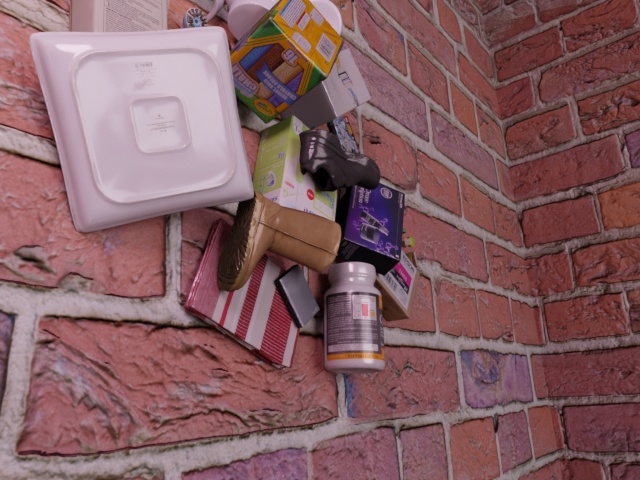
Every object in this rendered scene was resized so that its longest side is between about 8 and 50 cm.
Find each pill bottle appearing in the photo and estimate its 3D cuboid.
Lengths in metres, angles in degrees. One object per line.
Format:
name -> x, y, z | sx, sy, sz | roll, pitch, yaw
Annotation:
pill bottle -> -0.020, -0.564, 1.382 | 0.130, 0.130, 0.245 | 63, 0, -14
pill bottle -> -0.151, -0.689, 1.370 | 0.188, 0.188, 0.334 | 33, 52, -41
pill bottle -> 0.088, 0.208, 1.366 | 0.162, 0.162, 0.278 | 22, 61, -46

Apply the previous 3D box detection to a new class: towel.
towel -> -0.157, 0.131, 1.189 | 0.329, 0.037, 0.237 | 43, 44, -36

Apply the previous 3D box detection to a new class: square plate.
square plate -> -0.304, -0.213, 0.942 | 0.347, 0.049, 0.344 | -15, 104, -27

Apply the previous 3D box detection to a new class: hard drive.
hard drive -> -0.056, 0.139, 1.277 | 0.094, 0.022, 0.135 | -40, 109, -54

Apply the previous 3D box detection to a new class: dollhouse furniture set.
dollhouse furniture set -> 0.282, 0.033, 1.757 | 0.059, 0.076, 0.151 | -3, 77, -39

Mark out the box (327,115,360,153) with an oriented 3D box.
box -> 0.076, -0.332, 1.659 | 0.094, 0.027, 0.137 | -25, 98, -51

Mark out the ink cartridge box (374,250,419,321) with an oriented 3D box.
ink cartridge box -> 0.211, 0.110, 1.620 | 0.234, 0.088, 0.193 | 49, 45, -28

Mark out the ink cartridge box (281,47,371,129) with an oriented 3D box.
ink cartridge box -> 0.002, -0.431, 1.483 | 0.233, 0.171, 0.168 | -42, 111, -51

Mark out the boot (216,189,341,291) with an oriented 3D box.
boot -> -0.081, 0.030, 1.157 | 0.269, 0.089, 0.236 | 23, 83, -42

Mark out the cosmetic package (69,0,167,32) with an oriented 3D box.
cosmetic package -> -0.403, -0.452, 1.024 | 0.160, 0.113, 0.309 | 13, 67, -49

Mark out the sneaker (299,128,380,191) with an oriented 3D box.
sneaker -> 0.045, -0.176, 1.320 | 0.286, 0.109, 0.130 | 21, 71, -39

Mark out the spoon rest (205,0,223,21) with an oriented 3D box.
spoon rest -> -0.328, -0.672, 1.225 | 0.276, 0.084, 0.137 | 50, 43, -30

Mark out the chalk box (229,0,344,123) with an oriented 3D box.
chalk box -> -0.119, -0.427, 1.235 | 0.179, 0.289, 0.180 | 42, 46, -25

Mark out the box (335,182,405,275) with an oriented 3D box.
box -> 0.144, -0.052, 1.512 | 0.184, 0.103, 0.261 | 23, 51, -16

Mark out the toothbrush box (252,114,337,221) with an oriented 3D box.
toothbrush box -> -0.063, -0.146, 1.339 | 0.206, 0.122, 0.283 | 32, 55, -41

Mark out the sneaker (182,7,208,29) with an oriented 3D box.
sneaker -> -0.290, -0.460, 1.210 | 0.063, 0.073, 0.162 | -16, 111, -30
